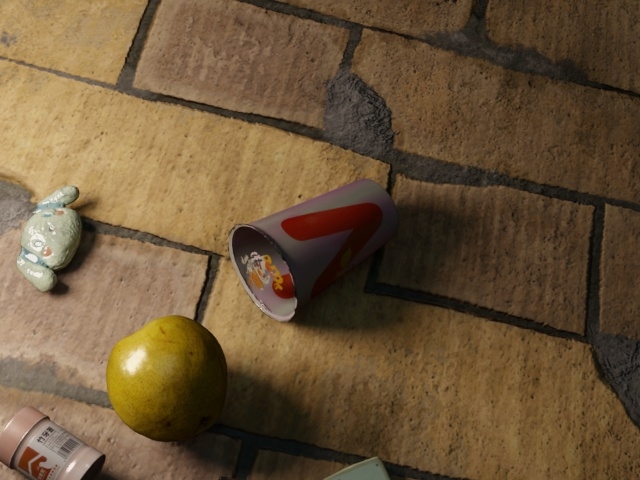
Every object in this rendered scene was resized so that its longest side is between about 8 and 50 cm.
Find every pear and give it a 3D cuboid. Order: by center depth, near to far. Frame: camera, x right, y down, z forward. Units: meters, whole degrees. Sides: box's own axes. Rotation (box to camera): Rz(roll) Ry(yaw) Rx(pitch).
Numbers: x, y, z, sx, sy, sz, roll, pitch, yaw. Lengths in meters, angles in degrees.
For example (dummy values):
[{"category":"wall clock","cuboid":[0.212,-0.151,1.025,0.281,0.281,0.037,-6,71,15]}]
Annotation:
[{"category":"pear","cuboid":[-0.249,0.233,1.518,0.208,0.209,0.209,4,59,-8]}]

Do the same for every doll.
[{"category":"doll","cuboid":[-0.495,-0.006,1.691,0.103,0.071,0.214,9,66,4]}]

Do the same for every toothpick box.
[{"category":"toothpick box","cuboid":[-0.434,0.346,1.479,0.148,0.098,0.098,30,60,7]}]

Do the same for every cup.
[{"category":"cup","cuboid":[0.000,0.000,1.718,0.288,0.203,0.203,-30,69,-31]}]

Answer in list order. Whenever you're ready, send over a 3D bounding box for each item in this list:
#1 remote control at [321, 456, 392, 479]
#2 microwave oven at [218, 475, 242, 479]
[{"category":"remote control","cuboid":[0.105,0.508,1.521,0.123,0.038,0.285,-20,68,-19]},{"category":"microwave oven","cuboid":[-0.113,0.480,1.370,0.188,0.247,0.178,14,56,-9]}]
